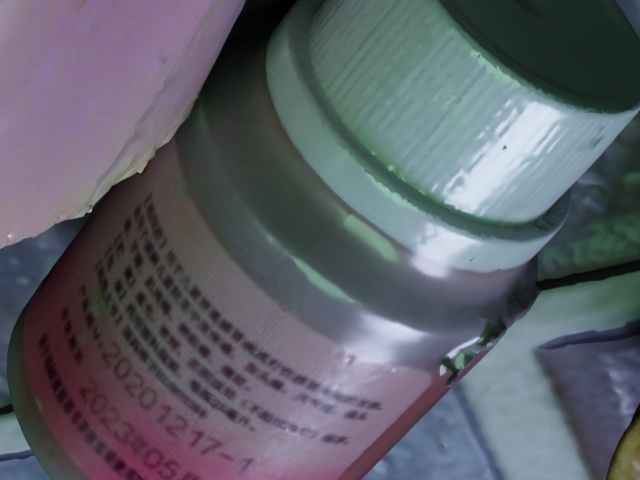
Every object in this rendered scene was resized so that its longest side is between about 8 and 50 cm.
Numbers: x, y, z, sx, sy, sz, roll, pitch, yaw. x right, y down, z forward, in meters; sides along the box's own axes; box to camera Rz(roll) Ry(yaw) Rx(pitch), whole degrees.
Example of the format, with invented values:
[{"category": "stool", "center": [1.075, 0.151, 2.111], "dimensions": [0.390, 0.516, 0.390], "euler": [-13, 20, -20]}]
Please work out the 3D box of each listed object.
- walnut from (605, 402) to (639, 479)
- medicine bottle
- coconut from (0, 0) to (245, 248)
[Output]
[{"category": "walnut", "center": [0.204, 0.060, 0.706], "dimensions": [0.211, 0.087, 0.167], "euler": [-21, 126, 26]}, {"category": "medicine bottle", "center": [0.000, 0.000, 0.672], "dimensions": [0.147, 0.147, 0.247], "euler": [32, 124, -12]}, {"category": "coconut", "center": [-0.108, -0.143, 0.542], "dimensions": [0.233, 0.233, 0.245], "euler": [24, 130, -6]}]
